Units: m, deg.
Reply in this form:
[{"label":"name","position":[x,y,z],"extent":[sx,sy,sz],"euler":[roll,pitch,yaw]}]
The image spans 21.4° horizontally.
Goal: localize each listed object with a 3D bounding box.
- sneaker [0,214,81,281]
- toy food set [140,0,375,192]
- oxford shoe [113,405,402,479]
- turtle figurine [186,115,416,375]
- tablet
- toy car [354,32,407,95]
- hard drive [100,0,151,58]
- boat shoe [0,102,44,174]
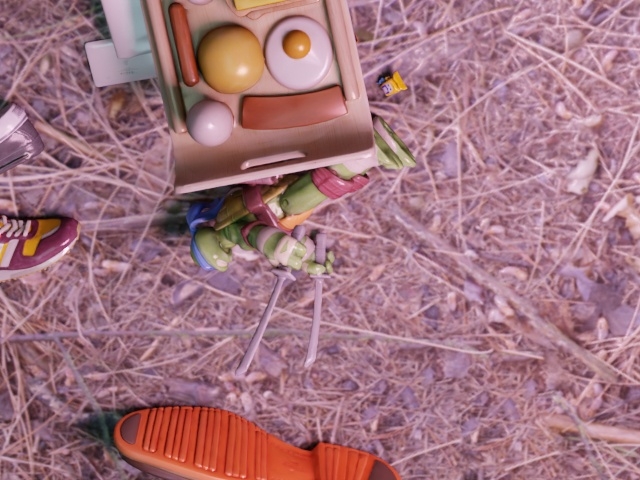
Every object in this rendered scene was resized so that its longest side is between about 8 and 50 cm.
[{"label":"sneaker","position":[-0.374,-0.001,1.985],"extent":[0.185,0.069,0.084],"euler":[-20,119,11]},{"label":"toy food set","position":[-0.079,-0.218,1.772],"extent":[0.220,0.092,0.306],"euler":[-11,99,7]},{"label":"oxford shoe","position":[-0.088,0.309,2.101],"extent":[0.364,0.130,0.132],"euler":[17,124,-5]},{"label":"turtle figurine","position":[0.000,0.000,1.906],"extent":[0.266,0.274,0.198],"euler":[-40,143,15]},{"label":"tablet","position":[-0.220,-0.204,1.913],"extent":[0.083,0.006,0.054],"euler":[-9,115,6]},{"label":"toy car","position":[0.034,-0.193,1.884],"extent":[0.122,0.060,0.040],"euler":[47,141,-12]},{"label":"hard drive","position":[-0.160,-0.360,1.810],"extent":[0.203,0.040,0.307],"euler":[-11,114,7]},{"label":"boat shoe","position":[-0.415,-0.067,1.955],"extent":[0.228,0.080,0.076],"euler":[-36,109,10]}]
